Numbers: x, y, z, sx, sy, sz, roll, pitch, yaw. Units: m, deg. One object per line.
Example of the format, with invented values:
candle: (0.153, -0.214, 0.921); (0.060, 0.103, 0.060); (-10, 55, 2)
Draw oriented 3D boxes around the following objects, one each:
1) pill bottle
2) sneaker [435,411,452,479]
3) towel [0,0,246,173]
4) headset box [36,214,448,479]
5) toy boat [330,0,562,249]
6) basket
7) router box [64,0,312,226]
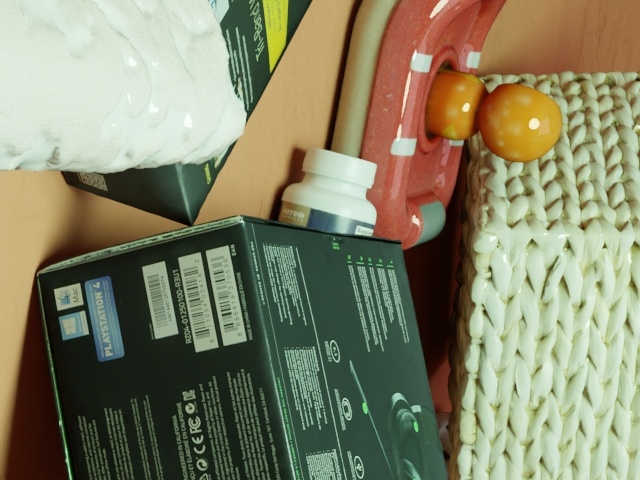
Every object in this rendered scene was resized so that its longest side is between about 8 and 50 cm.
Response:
pill bottle: (0.000, 0.000, 1.307); (0.067, 0.067, 0.120); (14, 91, -69)
sneaker: (0.135, 0.236, 1.687); (0.235, 0.153, 0.094); (-28, 131, -62)
towel: (-0.150, -0.170, 0.603); (0.332, 0.053, 0.317); (-7, 76, -67)
headset box: (-0.024, 0.124, 1.120); (0.283, 0.131, 0.246); (5, 72, -69)
toy boat: (0.102, -0.099, 1.381); (0.151, 0.151, 0.231); (-18, 121, -66)
basket: (0.245, 0.053, 1.572); (0.331, 0.266, 0.328); (-82, 175, -61)
router box: (-0.065, -0.191, 0.951); (0.309, 0.081, 0.243); (84, 29, -58)
